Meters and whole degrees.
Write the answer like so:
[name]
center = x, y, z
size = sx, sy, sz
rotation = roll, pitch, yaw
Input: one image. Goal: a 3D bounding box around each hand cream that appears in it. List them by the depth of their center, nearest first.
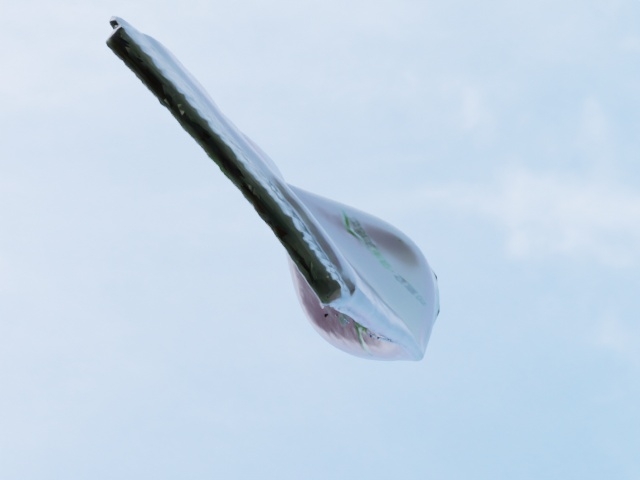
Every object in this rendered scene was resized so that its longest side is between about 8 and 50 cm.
[hand cream]
center = -0.001, 0.001, 0.477
size = 0.079, 0.275, 0.050
rotation = 23, -95, 12
